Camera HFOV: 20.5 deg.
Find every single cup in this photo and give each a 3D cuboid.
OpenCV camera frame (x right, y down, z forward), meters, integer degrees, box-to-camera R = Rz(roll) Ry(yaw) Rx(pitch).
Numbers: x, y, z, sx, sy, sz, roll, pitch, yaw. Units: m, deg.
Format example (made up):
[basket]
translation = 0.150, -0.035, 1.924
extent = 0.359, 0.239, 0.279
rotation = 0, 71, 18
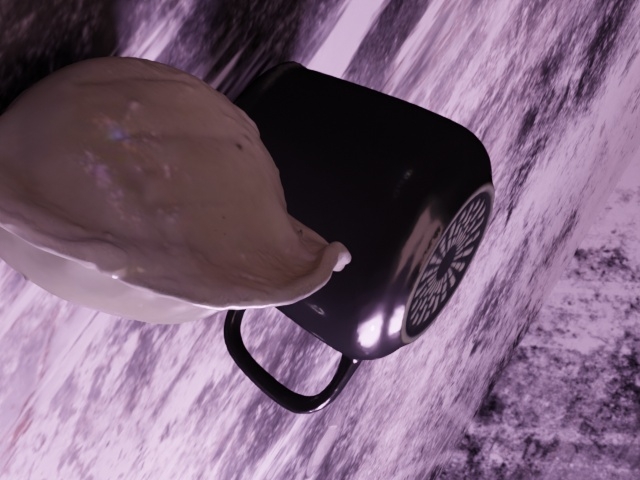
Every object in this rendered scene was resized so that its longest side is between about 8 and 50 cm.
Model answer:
[cup]
translation = 0.000, 0.000, 1.174
extent = 0.223, 0.176, 0.169
rotation = -63, 166, 9

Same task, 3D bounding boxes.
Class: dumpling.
[dumpling]
translation = -0.079, -0.013, 0.900
extent = 0.131, 0.179, 0.252
rotation = -61, 166, 9
